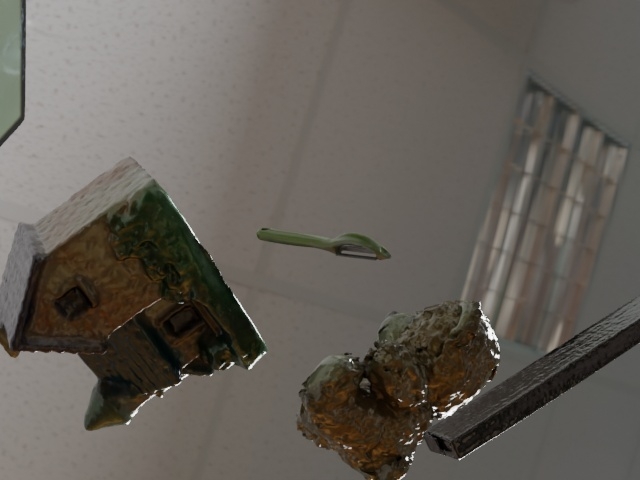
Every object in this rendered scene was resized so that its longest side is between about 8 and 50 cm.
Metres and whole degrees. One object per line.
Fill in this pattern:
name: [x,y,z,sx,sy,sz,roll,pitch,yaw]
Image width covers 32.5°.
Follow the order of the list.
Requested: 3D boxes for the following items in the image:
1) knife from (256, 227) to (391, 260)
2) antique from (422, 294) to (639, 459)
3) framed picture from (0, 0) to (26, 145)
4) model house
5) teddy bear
knife: [0.000,0.000,1.124,0.022,0.184,0.026,-12,-76,-46]
antique: [0.143,0.069,0.620,0.192,0.031,0.015,-29,-77,-19]
framed picture: [-0.271,-0.129,0.756,0.324,0.013,0.244,107,-172,-48]
model house: [-0.272,0.096,1.443,0.280,0.245,0.312,-36,-64,-10]
teddy bear: [0.102,0.165,1.308,0.256,0.156,0.267,-43,-12,-12]
